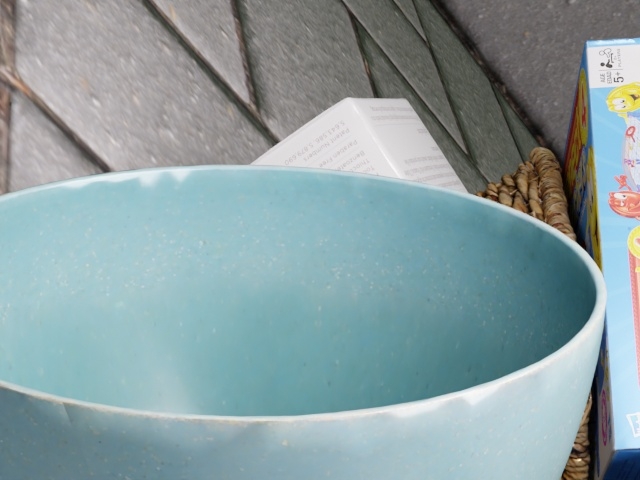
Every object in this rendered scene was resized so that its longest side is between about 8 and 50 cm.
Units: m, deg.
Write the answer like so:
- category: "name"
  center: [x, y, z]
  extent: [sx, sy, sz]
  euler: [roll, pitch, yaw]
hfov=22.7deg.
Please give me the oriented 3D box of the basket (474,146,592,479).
- category: "basket"
  center: [0.158, 0.103, 1.284]
  extent: [0.213, 0.223, 0.299]
  euler: [53, 15, -16]

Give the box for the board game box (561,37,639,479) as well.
- category: "board game box"
  center: [0.242, 0.046, 1.221]
  extent: [0.308, 0.086, 0.302]
  euler: [79, 10, -69]

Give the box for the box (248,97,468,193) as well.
- category: "box"
  center: [0.000, 0.000, 1.068]
  extent: [0.119, 0.182, 0.181]
  euler: [57, 15, 4]

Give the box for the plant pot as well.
- category: "plant pot"
  center: [-0.033, 0.100, 0.683]
  extent: [0.290, 0.290, 0.195]
  euler: [-75, 168, -70]
